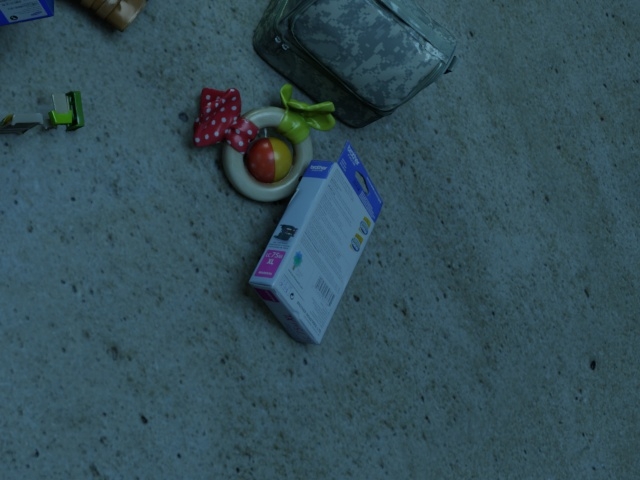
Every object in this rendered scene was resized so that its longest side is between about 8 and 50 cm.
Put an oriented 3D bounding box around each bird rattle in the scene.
[{"bbox_3d":[-0.096,-0.167,2.072,0.253,0.143,0.207,-13,102,-31],"label":"bird rattle"}]

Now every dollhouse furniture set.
[{"bbox_3d":[-0.440,-0.201,1.886,0.151,0.076,0.059,-7,85,-44],"label":"dollhouse furniture set"}]

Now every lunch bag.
[{"bbox_3d":[0.067,-0.372,2.140,0.305,0.256,0.213,37,61,-19],"label":"lunch bag"}]

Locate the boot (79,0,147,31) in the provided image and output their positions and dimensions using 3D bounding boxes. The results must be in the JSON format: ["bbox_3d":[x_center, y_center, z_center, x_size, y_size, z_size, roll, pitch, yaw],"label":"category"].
[{"bbox_3d":[-0.400,-0.417,1.958,0.220,0.109,0.283,50,50,-17],"label":"boot"}]

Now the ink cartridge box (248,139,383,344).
[{"bbox_3d":[0.000,0.000,2.082,0.311,0.065,0.186,-62,141,-25],"label":"ink cartridge box"}]

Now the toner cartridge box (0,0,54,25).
[{"bbox_3d":[-0.487,-0.479,1.819,0.165,0.075,0.348,-8,62,5],"label":"toner cartridge box"}]
